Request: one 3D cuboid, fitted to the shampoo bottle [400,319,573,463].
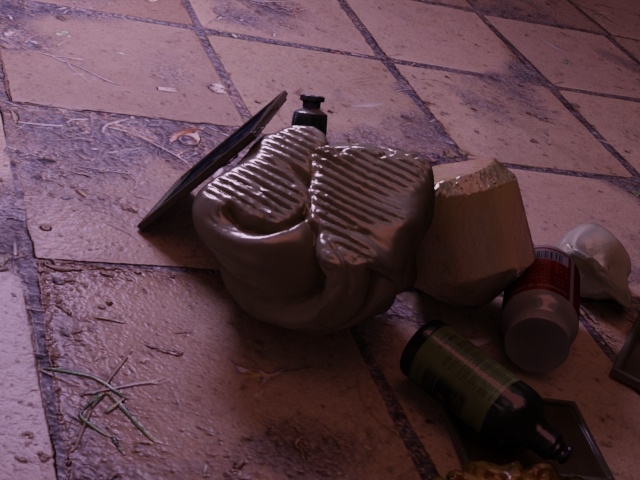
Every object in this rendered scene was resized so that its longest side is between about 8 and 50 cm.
[{"bbox_3d":[0.248,0.232,1.672,0.284,0.101,0.101,37,34,27],"label":"shampoo bottle"}]

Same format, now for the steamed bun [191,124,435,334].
[{"bbox_3d":[0.000,0.000,1.792,0.342,0.255,0.368,26,48,19],"label":"steamed bun"}]

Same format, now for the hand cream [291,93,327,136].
[{"bbox_3d":[-0.028,-0.113,1.964,0.091,0.272,0.058,3,9,-27],"label":"hand cream"}]

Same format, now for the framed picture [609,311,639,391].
[{"bbox_3d":[0.685,0.256,2.003,0.335,0.022,0.247,27,30,14],"label":"framed picture"}]

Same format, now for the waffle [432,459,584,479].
[{"bbox_3d":[0.282,0.394,1.500,0.300,0.058,0.282,10,29,-13],"label":"waffle"}]

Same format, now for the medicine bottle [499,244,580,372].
[{"bbox_3d":[0.374,0.113,1.948,0.131,0.131,0.250,21,30,3],"label":"medicine bottle"}]

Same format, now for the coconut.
[{"bbox_3d":[0.239,-0.004,1.936,0.239,0.244,0.239,-15,11,3],"label":"coconut"}]

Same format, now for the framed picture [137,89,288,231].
[{"bbox_3d":[-0.176,-0.134,1.918,0.019,0.281,0.209,48,26,-12],"label":"framed picture"}]

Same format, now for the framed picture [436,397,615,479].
[{"bbox_3d":[0.305,0.293,1.723,0.249,0.016,0.184,8,32,-18],"label":"framed picture"}]

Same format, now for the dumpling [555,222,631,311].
[{"bbox_3d":[0.528,0.054,2.176,0.179,0.131,0.252,42,10,0],"label":"dumpling"}]

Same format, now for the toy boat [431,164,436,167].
[{"bbox_3d":[0.161,-0.048,2.098,0.331,0.145,0.133,-7,66,-39],"label":"toy boat"}]
